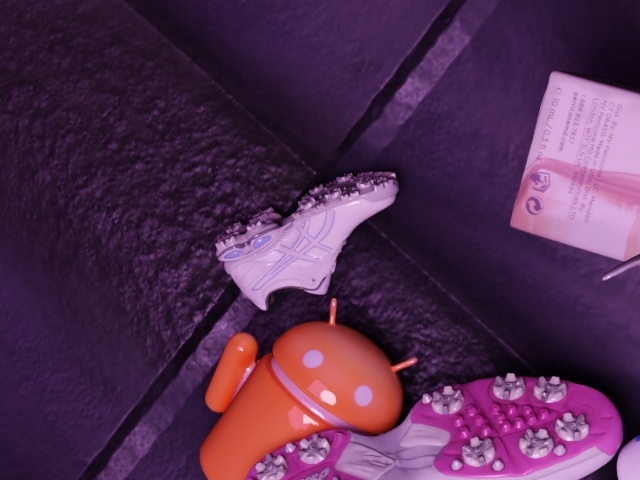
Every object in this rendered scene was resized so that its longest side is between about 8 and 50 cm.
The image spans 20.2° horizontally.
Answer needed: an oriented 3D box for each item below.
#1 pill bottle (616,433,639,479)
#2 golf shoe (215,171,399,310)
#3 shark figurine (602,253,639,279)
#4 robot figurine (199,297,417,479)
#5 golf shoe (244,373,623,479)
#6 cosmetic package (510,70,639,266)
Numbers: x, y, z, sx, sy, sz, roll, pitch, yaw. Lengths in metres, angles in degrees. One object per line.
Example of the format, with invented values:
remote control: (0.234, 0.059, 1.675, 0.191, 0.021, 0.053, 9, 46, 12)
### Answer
pill bottle: (0.307, 0.181, 1.373, 0.221, 0.124, 0.124, -37, 77, 19)
golf shoe: (0.000, 0.000, 1.542, 0.176, 0.069, 0.086, -24, 101, 23)
shark figurine: (0.344, 0.066, 1.209, 0.278, 0.116, 0.166, 42, 124, 3)
robot figurine: (-0.018, 0.158, 1.503, 0.219, 0.128, 0.158, -54, 41, 13)
golf shoe: (0.094, 0.199, 1.423, 0.306, 0.115, 0.140, -16, 128, 5)
cosmetic package: (0.313, -0.030, 1.357, 0.296, 0.153, 0.129, 18, 98, 23)
